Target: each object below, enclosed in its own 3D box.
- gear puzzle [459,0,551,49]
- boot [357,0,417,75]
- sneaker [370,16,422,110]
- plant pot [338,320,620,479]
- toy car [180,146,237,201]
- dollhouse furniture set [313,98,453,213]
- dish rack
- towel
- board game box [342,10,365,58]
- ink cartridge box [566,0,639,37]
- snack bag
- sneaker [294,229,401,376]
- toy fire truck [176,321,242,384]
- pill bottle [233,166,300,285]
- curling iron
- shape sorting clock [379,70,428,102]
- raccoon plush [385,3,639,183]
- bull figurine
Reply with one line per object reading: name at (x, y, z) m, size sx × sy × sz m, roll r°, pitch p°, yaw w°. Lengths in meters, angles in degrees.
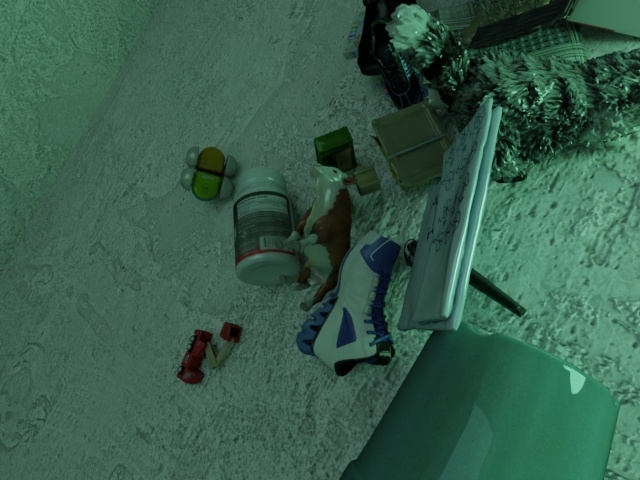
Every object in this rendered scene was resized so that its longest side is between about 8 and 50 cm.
gear puzzle at (0.440, -0.537, 0.871) m, size 0.176 × 0.044 × 0.338 m, roll 15°, pitch 67°, yaw 48°
boot at (0.137, -0.626, 1.037) m, size 0.131 × 0.260 × 0.347 m, roll 0°, pitch 60°, yaw 30°
sneaker at (0.173, -0.410, 0.964) m, size 0.082 × 0.090 × 0.232 m, roll -16°, pitch 101°, yaw 34°
plant pot at (0.215, 0.314, 0.560) m, size 0.341 × 0.341 × 0.334 m, roll 20°, pitch 74°, yaw 39°
toy car at (-0.367, -0.207, 1.322) m, size 0.136 × 0.159 × 0.181 m, roll 142°, pitch 137°, yaw -61°
dollhouse furniture set at (0.158, -0.182, 0.978) m, size 0.302 × 0.151 × 0.197 m, roll -21°, pitch 72°, yaw 1°
dish rack at (0.390, -0.483, 0.760) m, size 0.208 × 0.074 × 0.271 m, roll 8°, pitch 63°, yaw 53°
towel at (0.388, -0.441, 0.899) m, size 0.325 × 0.056 × 0.311 m, roll -5°, pitch 65°, yaw 19°
board game box at (0.134, -0.626, 1.221) m, size 0.104 × 0.026 × 0.154 m, roll 6°, pitch 73°, yaw 37°
ink cartridge box at (0.604, -0.525, 0.763) m, size 0.172 × 0.100 × 0.237 m, roll 22°, pitch 82°, yaw 13°
snack bag at (0.196, -0.008, 0.679) m, size 0.037 × 0.342 × 0.322 m, roll 14°, pitch 78°, yaw 4°
sneaker at (0.099, 0.154, 0.839) m, size 0.182 × 0.127 × 0.315 m, roll 38°, pitch 100°, yaw 36°
toy fire truck at (-0.299, 0.302, 1.087) m, size 0.135 × 0.047 × 0.191 m, roll 13°, pitch 78°, yaw 37°
pill bottle at (-0.146, -0.039, 1.062) m, size 0.161 × 0.161 × 0.283 m, roll -24°, pitch 57°, yaw 24°
curling iron at (0.274, 0.070, 0.800) m, size 0.274 × 0.035 × 0.068 m, roll 33°, pitch 94°, yaw 41°
shape sorting clock at (0.250, -0.438, 1.045) m, size 0.206 × 0.040 × 0.206 m, roll -15°, pitch 62°, yaw 29°
raccoon plush at (0.359, -0.266, 0.650) m, size 0.299 × 0.447 × 0.216 m, roll -26°, pitch 54°, yaw 43°
bull figurine at (0.000, 0.000, 0.847) m, size 0.101 × 0.310 × 0.188 m, roll 27°, pitch 50°, yaw 37°
